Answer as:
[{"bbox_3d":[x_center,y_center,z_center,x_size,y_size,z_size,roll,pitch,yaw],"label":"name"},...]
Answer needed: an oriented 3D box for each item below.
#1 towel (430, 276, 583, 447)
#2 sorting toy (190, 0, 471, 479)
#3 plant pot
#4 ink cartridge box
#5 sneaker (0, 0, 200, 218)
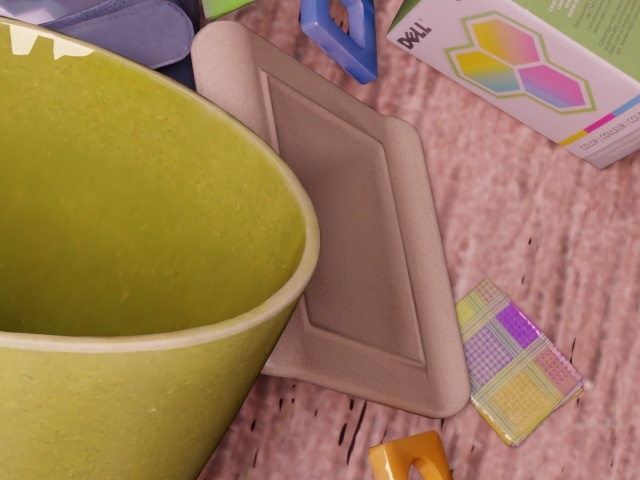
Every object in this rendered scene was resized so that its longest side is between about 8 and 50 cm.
[{"bbox_3d":[0.101,0.069,0.869,0.060,0.009,0.083,-40,84,-18],"label":"towel"},{"bbox_3d":[0.000,0.000,0.802,0.047,0.196,0.347,-21,68,28],"label":"sorting toy"},{"bbox_3d":[-0.173,0.086,0.662,0.275,0.275,0.293,17,116,-5],"label":"plant pot"},{"bbox_3d":[0.106,-0.128,0.861,0.209,0.109,0.062,31,70,-9],"label":"ink cartridge box"},{"bbox_3d":[-0.218,-0.095,0.793,0.323,0.130,0.236,9,68,-13],"label":"sneaker"}]
